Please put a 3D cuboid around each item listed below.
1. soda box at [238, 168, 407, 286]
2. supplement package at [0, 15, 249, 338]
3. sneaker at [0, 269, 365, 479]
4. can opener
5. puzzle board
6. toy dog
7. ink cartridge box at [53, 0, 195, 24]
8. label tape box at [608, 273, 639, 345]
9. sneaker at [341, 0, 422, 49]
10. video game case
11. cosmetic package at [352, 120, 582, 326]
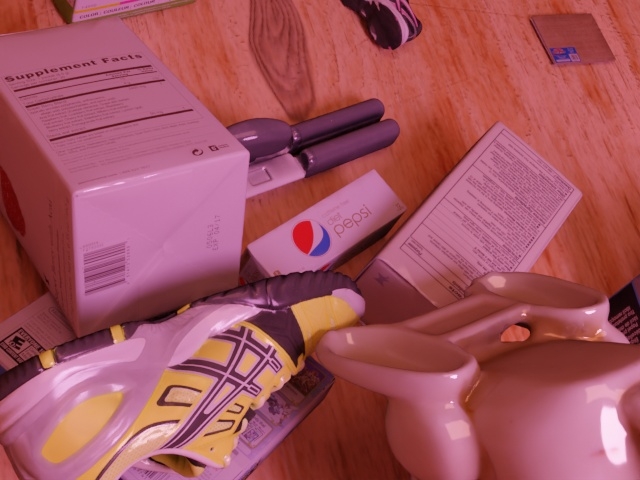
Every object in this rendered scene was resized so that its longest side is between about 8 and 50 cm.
[{"bbox_3d":[0.000,0.000,1.127,0.216,0.074,0.069,-33,78,-34],"label":"soda box"},{"bbox_3d":[-0.223,-0.075,0.957,0.175,0.178,0.293,-18,45,-29],"label":"supplement package"},{"bbox_3d":[-0.108,0.131,0.864,0.384,0.145,0.147,-19,85,-36],"label":"sneaker"},{"bbox_3d":[-0.012,-0.123,1.190,0.280,0.093,0.074,-21,70,-36],"label":"can opener"},{"bbox_3d":[0.406,-0.324,1.526,0.128,0.011,0.096,-9,67,-26],"label":"puzzle board"},{"bbox_3d":[0.215,0.270,0.885,0.284,0.395,0.408,-21,112,-42],"label":"toy dog"},{"bbox_3d":[-0.225,-0.393,1.151,0.188,0.255,0.097,-22,72,-31],"label":"ink cartridge box"},{"bbox_3d":[0.476,0.177,1.080,0.115,0.249,0.348,1,60,-22],"label":"label tape box"},{"bbox_3d":[0.084,-0.356,1.385,0.077,0.072,0.178,-20,78,-43],"label":"sneaker"},{"bbox_3d":[-0.160,0.135,0.950,0.269,0.061,0.244,39,46,13],"label":"video game case"},{"bbox_3d":[0.175,0.007,1.164,0.153,0.129,0.296,43,54,3],"label":"cosmetic package"}]
